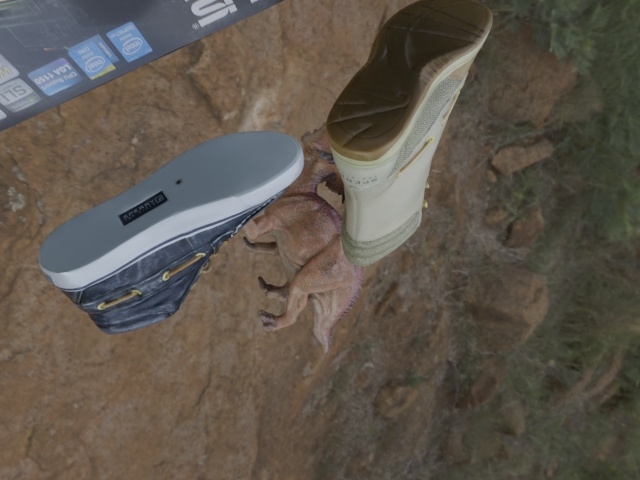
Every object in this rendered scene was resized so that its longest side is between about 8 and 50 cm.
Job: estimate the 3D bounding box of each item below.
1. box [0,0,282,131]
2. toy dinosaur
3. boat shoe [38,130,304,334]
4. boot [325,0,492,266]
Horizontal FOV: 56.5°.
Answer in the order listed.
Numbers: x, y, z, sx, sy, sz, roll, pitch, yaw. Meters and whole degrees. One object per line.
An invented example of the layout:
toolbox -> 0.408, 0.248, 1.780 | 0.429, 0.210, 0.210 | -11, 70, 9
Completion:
box -> -0.216, -0.246, 0.382 | 0.394, 0.097, 0.318 | -21, 147, 6
toy dinosaur -> 0.000, 0.000, 0.759 | 0.200, 0.127, 0.296 | -20, 92, 2
boat shoe -> -0.090, -0.006, 0.414 | 0.183, 0.065, 0.083 | -28, 141, -10
boot -> 0.077, -0.095, 0.517 | 0.213, 0.077, 0.165 | -55, 156, -28
